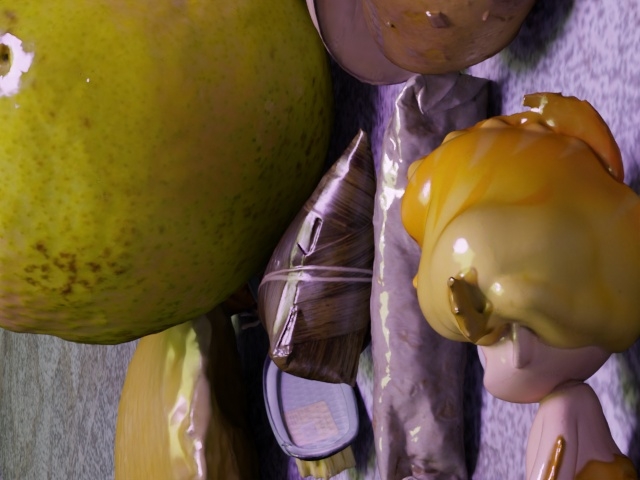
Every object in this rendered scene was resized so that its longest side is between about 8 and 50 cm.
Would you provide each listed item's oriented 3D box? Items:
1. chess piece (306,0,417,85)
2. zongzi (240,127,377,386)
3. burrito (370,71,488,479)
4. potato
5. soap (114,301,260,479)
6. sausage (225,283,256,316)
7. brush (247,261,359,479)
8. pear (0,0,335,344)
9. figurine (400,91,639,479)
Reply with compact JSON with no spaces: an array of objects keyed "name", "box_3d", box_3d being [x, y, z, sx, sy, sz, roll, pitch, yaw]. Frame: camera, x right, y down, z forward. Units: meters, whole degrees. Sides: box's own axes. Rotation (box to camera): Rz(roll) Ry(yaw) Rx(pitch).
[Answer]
[{"name":"chess piece","box_3d":[0.025,-0.227,1.350,0.307,0.124,0.139,-113,-1,-64]},{"name":"zongzi","box_3d":[0.000,0.000,1.446,0.187,0.084,0.184,-141,61,-77]},{"name":"burrito","box_3d":[0.069,0.031,1.215,0.059,0.082,0.275,7,98,45]},{"name":"potato","box_3d":[0.075,-0.174,1.122,0.176,0.137,0.137,73,-169,-65]},{"name":"soap","box_3d":[-0.120,0.208,1.783,0.427,0.115,0.306,134,130,-68]},{"name":"sausage","box_3d":[-0.088,0.039,1.802,0.054,0.062,0.183,-53,7,-16]},{"name":"brush","box_3d":[-0.014,0.103,1.536,0.297,0.068,0.060,-106,2,-59]},{"name":"pear","box_3d":[-0.176,-0.096,1.522,0.391,0.391,0.391,-178,90,-75]},{"name":"figurine","box_3d":[0.115,0.051,0.966,0.156,0.131,0.246,-3,-103,-66]}]
